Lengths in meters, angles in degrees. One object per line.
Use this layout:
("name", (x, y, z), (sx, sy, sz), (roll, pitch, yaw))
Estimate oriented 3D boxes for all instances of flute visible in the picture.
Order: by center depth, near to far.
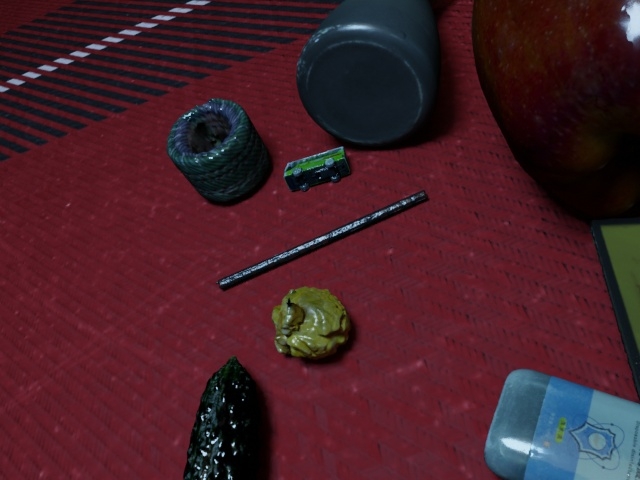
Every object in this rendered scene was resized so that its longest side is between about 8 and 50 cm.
("flute", (0.000, 0.000, 0.616), (0.270, 0.014, 0.014), (-24, 49, 4))

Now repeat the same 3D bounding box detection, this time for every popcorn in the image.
("popcorn", (-0.016, 0.076, 0.522), (0.084, 0.084, 0.084), (-11, 51, 14))

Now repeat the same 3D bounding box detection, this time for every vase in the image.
("vase", (0.095, -0.291, 0.709), (0.173, 0.173, 0.321), (3, 51, 24))

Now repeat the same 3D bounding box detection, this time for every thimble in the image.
("thimble", (-0.139, -0.122, 0.717), (0.118, 0.090, 0.135), (-33, 48, -4))

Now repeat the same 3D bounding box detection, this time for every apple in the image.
("apple", (0.285, -0.190, 0.478), (0.288, 0.288, 0.316), (-1, 62, 22))

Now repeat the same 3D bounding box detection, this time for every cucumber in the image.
("cucumber", (-0.091, 0.231, 0.438), (0.072, 0.072, 0.300), (-9, 52, 16))

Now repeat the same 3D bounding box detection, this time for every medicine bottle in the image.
("medicine bottle", (0.229, 0.161, 0.370), (0.209, 0.053, 0.090), (13, 57, 29))

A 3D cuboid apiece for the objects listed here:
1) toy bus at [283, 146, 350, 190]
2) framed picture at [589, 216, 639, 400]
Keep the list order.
("toy bus", (-0.005, -0.092, 0.678), (0.083, 0.031, 0.037), (-15, 43, 11))
("framed picture", (0.389, 0.067, 0.368), (0.324, 0.013, 0.244), (-3, 48, 13))
